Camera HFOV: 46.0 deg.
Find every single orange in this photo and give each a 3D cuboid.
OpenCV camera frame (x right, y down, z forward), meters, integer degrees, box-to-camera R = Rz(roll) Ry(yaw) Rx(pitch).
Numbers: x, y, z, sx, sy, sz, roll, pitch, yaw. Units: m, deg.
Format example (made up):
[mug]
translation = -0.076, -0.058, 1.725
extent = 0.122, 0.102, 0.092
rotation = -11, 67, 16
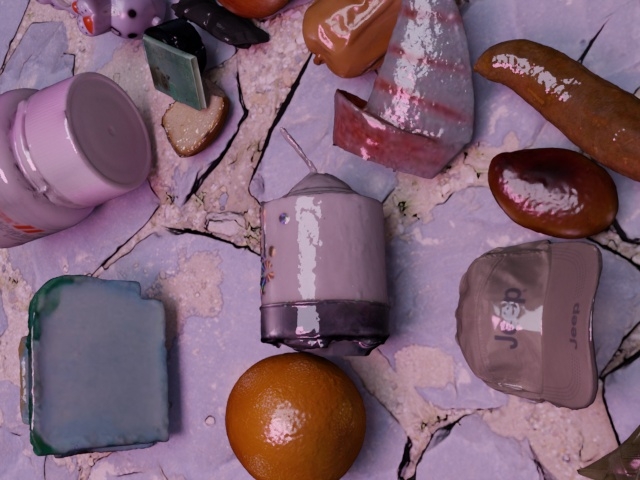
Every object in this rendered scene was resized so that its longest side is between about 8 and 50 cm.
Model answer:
[orange]
translation = -0.036, 0.250, 1.048
extent = 0.206, 0.206, 0.206
rotation = -4, 81, 28

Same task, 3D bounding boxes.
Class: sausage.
[sausage]
translation = 0.084, -0.338, 1.104
extent = 0.241, 0.120, 0.136
rotation = -30, 76, 18

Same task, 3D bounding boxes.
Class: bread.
[bread]
translation = -0.210, -0.210, 1.295
extent = 0.129, 0.044, 0.126
rotation = -46, 57, 18

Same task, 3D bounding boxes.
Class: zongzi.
[zongzi]
translation = 0.382, 0.222, 0.903
extent = 0.130, 0.062, 0.154
rotation = 5, 79, 41

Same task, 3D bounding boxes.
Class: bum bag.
[bum bag]
translation = -0.175, -0.371, 1.283
extent = 0.198, 0.087, 0.049
rotation = 38, 133, 28

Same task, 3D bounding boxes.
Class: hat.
[hat]
translation = 0.243, 0.092, 0.917
extent = 0.149, 0.244, 0.214
rotation = 3, 82, 8

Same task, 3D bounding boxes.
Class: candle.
[candle]
translation = 0.000, 0.000, 1.066
extent = 0.187, 0.187, 0.330
rotation = -8, 78, 28

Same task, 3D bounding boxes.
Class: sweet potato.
[sweet potato]
translation = 0.346, -0.152, 0.944
extent = 0.341, 0.114, 0.092
rotation = 46, 133, 32

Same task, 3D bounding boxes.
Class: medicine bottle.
[medicine bottle]
translation = -0.485, -0.139, 1.313
extent = 0.325, 0.256, 0.256
rotation = -15, 76, 23

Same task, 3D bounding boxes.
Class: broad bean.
[broad bean]
translation = 0.298, -0.063, 0.970
extent = 0.165, 0.084, 0.114
rotation = 11, 97, 25

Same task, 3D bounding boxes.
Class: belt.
[belt]
translation = -0.251, -0.326, 1.299
extent = 0.140, 0.058, 0.105
rotation = 18, 131, 44

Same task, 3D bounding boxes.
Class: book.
[book]
translation = -0.244, -0.277, 1.261
extent = 0.135, 0.017, 0.103
rotation = 30, 141, 35

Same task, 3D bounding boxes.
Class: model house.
[model house]
translation = -0.403, 0.216, 1.260
extent = 0.249, 0.230, 0.280
rotation = -20, 70, 51

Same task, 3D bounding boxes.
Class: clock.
[clock]
translation = -0.388, -0.450, 1.368
extent = 0.254, 0.189, 0.189
rotation = 43, 104, 19

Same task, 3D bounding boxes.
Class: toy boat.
[toy boat]
translation = 0.133, -0.235, 1.043
extent = 0.206, 0.096, 0.282
rotation = 22, 107, 16

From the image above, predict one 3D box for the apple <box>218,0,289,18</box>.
[apple]
translation = -0.101, -0.453, 1.218
extent = 0.195, 0.160, 0.173
rotation = -34, 90, 27
